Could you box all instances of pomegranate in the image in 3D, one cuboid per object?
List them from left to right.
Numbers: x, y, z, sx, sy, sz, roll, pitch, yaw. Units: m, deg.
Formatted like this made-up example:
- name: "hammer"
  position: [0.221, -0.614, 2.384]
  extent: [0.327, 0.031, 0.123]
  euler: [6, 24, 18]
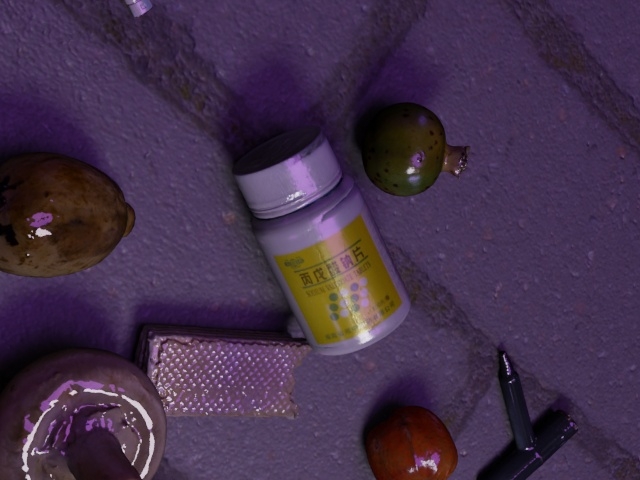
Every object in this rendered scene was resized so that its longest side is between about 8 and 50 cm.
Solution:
- name: "pomegranate"
  position: [0.112, -0.110, 1.845]
  extent: [0.130, 0.130, 0.130]
  euler: [-10, 108, -32]

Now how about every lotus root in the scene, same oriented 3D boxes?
- name: "lotus root"
  position: [-0.285, -0.028, 1.600]
  extent: [0.214, 0.138, 0.138]
  euler: [-2, 104, -46]

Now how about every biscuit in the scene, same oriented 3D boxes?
- name: "biscuit"
  position: [-0.122, 0.164, 1.798]
  extent: [0.238, 0.062, 0.108]
  euler: [6, 101, -35]

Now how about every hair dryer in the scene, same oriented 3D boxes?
- name: "hair dryer"
  position: [0.272, 0.260, 2.109]
  extent: [0.173, 0.050, 0.195]
  euler: [-40, 117, -21]

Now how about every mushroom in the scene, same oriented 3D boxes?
- name: "mushroom"
  position: [-0.260, 0.232, 1.623]
  extent: [0.207, 0.215, 0.207]
  euler: [-12, 117, -23]

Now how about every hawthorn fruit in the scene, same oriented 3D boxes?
- name: "hawthorn fruit"
  position: [0.121, 0.286, 1.967]
  extent: [0.128, 0.128, 0.128]
  euler: [-10, 108, -32]

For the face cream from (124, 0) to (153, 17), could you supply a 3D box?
- name: "face cream"
  position: [-0.224, -0.304, 1.627]
  extent: [0.038, 0.020, 0.115]
  euler: [-37, 118, -21]

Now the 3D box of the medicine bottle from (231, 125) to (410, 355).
- name: "medicine bottle"
  position: [0.000, 0.000, 1.778]
  extent: [0.143, 0.143, 0.258]
  euler: [-34, 109, -23]
